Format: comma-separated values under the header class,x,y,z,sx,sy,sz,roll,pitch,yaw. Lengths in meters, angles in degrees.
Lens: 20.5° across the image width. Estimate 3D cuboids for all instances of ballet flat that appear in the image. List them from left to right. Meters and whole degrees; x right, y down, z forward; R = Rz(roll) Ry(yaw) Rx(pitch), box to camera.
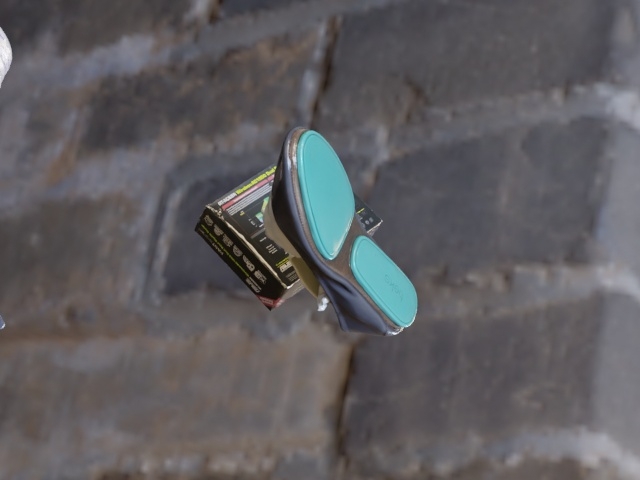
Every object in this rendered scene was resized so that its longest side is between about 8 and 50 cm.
class,x,y,z,sx,sy,sz,roll,pitch,yaw
ballet flat,0.000,0.000,1.256,0.074,0.074,0.203,-2,140,31

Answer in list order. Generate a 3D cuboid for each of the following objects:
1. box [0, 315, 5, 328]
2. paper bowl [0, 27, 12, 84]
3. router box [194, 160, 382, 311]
class,x,y,z,sx,sy,sz,roll,pitch,yaw
box,-0.416,0.046,1.649,0.207,0.153,0.108,27,145,48
paper bowl,-0.473,-0.188,1.816,0.284,0.148,0.284,19,160,7
router box,-0.025,-0.012,1.399,0.092,0.122,0.038,47,141,11
